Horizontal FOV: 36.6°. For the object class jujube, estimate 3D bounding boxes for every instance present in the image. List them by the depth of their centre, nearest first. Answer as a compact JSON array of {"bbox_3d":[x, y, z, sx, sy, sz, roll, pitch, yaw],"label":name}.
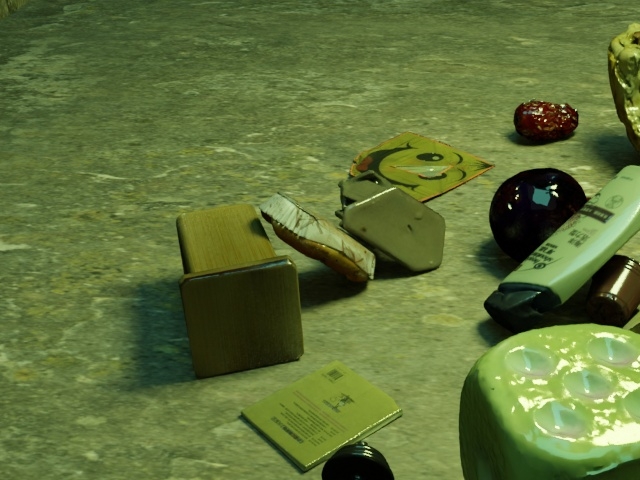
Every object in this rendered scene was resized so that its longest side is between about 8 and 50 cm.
[{"bbox_3d":[0.530,-0.277,2.259,0.166,0.104,0.104,-1,29,-17],"label":"jujube"}]

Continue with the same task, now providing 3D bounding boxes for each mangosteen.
[{"bbox_3d":[0.427,-0.039,1.794,0.231,0.194,0.194,16,24,-23],"label":"mangosteen"}]

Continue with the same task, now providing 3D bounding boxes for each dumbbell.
[{"bbox_3d":[0.045,0.337,1.252,0.099,0.099,0.208,1,32,8],"label":"dumbbell"}]

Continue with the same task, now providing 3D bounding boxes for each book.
[{"bbox_3d":[0.002,0.260,1.472,0.192,0.013,0.168,-24,36,-30],"label":"book"}]

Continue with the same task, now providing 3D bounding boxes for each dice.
[{"bbox_3d":[0.319,0.271,1.187,0.250,0.252,0.254,-8,33,-6],"label":"dice"}]

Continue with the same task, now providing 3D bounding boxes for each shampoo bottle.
[{"bbox_3d":[0.437,0.017,1.629,0.359,0.078,0.134,-41,21,-10],"label":"shampoo bottle"}]

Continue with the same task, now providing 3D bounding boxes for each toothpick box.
[{"bbox_3d":[-0.154,0.065,1.667,0.187,0.190,0.308,-11,27,-9],"label":"toothpick box"}]

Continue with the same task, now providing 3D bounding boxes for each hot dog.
[{"bbox_3d":[0.000,0.000,1.724,0.075,0.268,0.144,-53,35,4],"label":"hot dog"}]

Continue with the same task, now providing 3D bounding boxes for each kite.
[{"bbox_3d":[0.232,-0.171,2.185,0.328,0.013,0.377,0,28,5],"label":"kite"}]

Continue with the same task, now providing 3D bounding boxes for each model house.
[{"bbox_3d":[0.124,-0.047,1.838,0.229,0.122,0.188,28,8,-25],"label":"model house"}]

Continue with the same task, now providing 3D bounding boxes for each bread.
[{"bbox_3d":[0.730,-0.253,2.015,0.191,0.370,0.314,-37,20,18],"label":"bread"}]

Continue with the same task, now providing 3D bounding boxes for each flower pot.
[{"bbox_3d":[0.495,0.092,1.629,0.111,0.111,0.089,17,47,31],"label":"flower pot"}]

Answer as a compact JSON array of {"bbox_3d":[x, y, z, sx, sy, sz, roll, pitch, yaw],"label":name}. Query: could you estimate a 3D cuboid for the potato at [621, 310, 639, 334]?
[{"bbox_3d":[0.618,0.089,1.508,0.116,0.299,0.239,50,9,14],"label":"potato"}]
